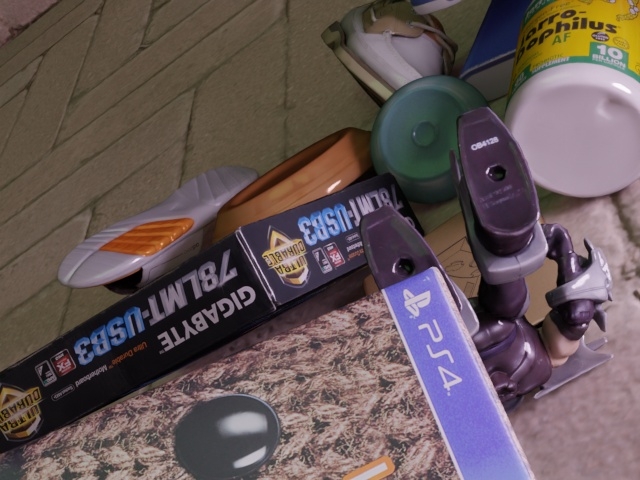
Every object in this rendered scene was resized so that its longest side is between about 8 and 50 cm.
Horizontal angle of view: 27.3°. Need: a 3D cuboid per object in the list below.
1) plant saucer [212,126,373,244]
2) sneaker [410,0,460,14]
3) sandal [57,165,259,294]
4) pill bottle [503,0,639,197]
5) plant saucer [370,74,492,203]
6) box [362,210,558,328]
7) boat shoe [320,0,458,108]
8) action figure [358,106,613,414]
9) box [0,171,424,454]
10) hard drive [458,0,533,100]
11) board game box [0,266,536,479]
[{"bbox_3d":[-0.026,-0.055,1.289,0.200,0.037,0.200,-31,9,5],"label":"plant saucer"},{"bbox_3d":[0.178,-0.377,1.276,0.315,0.182,0.127,-39,23,-19],"label":"sneaker"},{"bbox_3d":[-0.159,0.004,1.430,0.265,0.076,0.102,-33,32,-34],"label":"sandal"},{"bbox_3d":[0.213,-0.140,1.048,0.117,0.117,0.208,-25,29,32],"label":"pill bottle"},{"bbox_3d":[0.096,-0.093,1.170,0.119,0.021,0.119,-5,77,23],"label":"plant saucer"},{"bbox_3d":[0.111,0.042,1.020,0.164,0.021,0.201,-36,25,14],"label":"box"},{"bbox_3d":[0.080,-0.190,1.333,0.103,0.113,0.302,-40,27,6],"label":"boat shoe"},{"bbox_3d":[0.095,0.043,0.802,0.185,0.285,0.099,-31,64,-5],"label":"action figure"},{"bbox_3d":[-0.094,0.055,1.090,0.293,0.073,0.295,-31,-3,27],"label":"box"},{"bbox_3d":[0.266,-0.278,1.287,0.210,0.040,0.319,-20,33,40],"label":"hard drive"},{"bbox_3d":[-0.027,0.188,0.595,0.291,0.141,0.232,-24,49,2],"label":"board game box"}]
